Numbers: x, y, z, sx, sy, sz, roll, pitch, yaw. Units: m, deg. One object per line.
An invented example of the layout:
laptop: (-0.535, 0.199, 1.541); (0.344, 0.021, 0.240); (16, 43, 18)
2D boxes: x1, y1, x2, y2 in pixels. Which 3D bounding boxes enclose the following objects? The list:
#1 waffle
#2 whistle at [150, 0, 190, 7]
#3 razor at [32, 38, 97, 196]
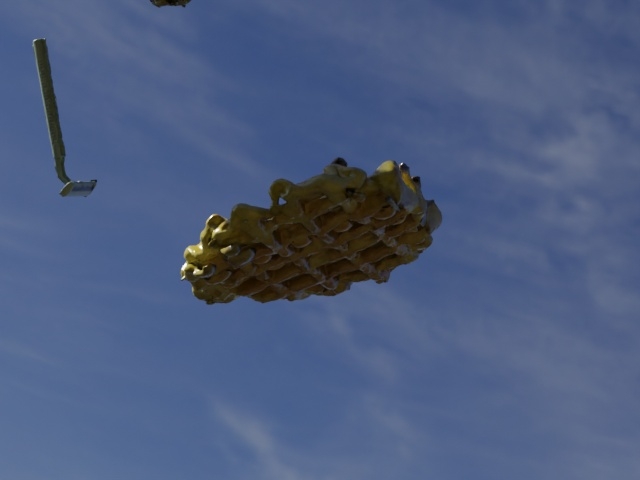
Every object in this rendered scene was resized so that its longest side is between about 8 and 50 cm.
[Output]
waffle: (-0.001, -0.003, 1.389); (0.262, 0.060, 0.280); (-7, -21, -30)
whistle: (-0.214, -0.405, 1.607); (0.068, 0.057, 0.326); (12, -53, 56)
razor: (-0.343, -0.158, 1.916); (0.036, 0.211, 0.084); (-16, -2, 11)
